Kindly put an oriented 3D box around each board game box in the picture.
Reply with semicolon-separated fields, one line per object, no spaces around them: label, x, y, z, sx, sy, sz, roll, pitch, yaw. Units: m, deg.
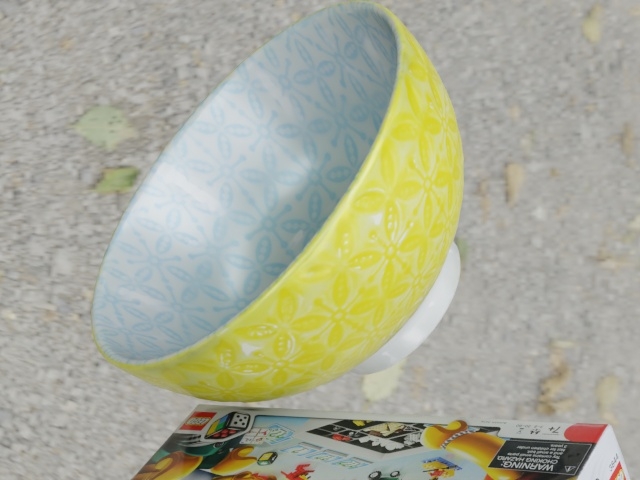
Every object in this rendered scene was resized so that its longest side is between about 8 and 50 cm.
board game box;-0.001;0.175;0.844;0.193;0.305;0.053;-48;125;-43

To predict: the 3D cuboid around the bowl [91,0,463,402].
bowl;0.000;0.000;0.980;0.156;0.289;0.289;38;74;-27
